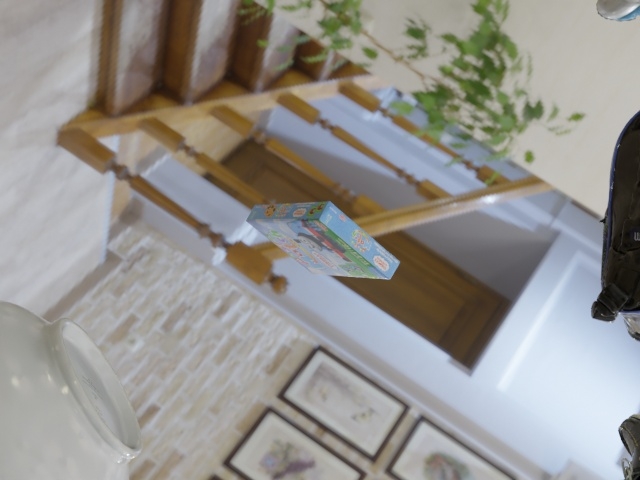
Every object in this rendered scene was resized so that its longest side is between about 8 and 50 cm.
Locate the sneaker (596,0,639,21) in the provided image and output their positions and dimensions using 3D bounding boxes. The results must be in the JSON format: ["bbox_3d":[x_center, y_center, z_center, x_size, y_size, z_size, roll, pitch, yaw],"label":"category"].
[{"bbox_3d":[0.270,-0.264,0.770,0.190,0.083,0.071,115,-29,-53],"label":"sneaker"}]

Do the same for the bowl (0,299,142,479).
[{"bbox_3d":[-0.253,0.161,0.822,0.134,0.297,0.298,-31,168,-2],"label":"bowl"}]

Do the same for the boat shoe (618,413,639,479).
[{"bbox_3d":[0.470,0.339,1.292,0.079,0.095,0.254,-25,-151,4],"label":"boat shoe"}]

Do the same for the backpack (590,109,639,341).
[{"bbox_3d":[0.186,-0.009,0.425,0.084,0.105,0.114,37,54,-50],"label":"backpack"}]

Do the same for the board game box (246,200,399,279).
[{"bbox_3d":[0.000,0.000,1.436,0.211,0.160,0.039,2,-122,56],"label":"board game box"}]
